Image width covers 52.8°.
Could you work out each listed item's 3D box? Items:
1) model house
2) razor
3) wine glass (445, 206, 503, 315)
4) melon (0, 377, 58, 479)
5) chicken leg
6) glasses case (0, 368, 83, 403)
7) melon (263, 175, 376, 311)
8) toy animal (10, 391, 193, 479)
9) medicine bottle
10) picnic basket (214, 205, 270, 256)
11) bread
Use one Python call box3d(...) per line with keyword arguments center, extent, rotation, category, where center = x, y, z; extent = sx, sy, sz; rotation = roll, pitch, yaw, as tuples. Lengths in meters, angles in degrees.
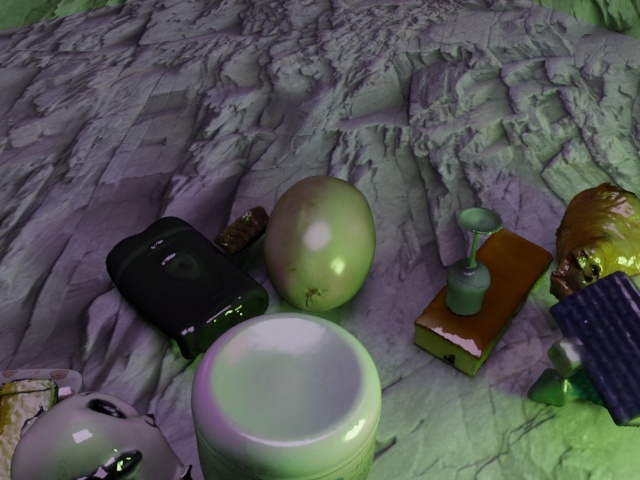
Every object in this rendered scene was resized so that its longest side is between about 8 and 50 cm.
box3d(center=(0.491, 0.195, 1.014), extent=(0.280, 0.312, 0.245), rotation=(-13, 58, -11), category="model house")
box3d(center=(-0.261, 0.084, 1.244), extent=(0.204, 0.113, 0.349), rotation=(-30, 47, -29), category="razor")
box3d(center=(0.268, 0.042, 1.143), extent=(0.079, 0.195, 0.079), rotation=(1, 39, -1), category="wine glass")
box3d(center=(-0.523, 0.318, 0.967), extent=(0.265, 0.129, 0.169), rotation=(-6, 63, -14), category="melon")
box3d(center=(0.585, 0.048, 1.286), extent=(0.295, 0.182, 0.409), rotation=(45, 43, 12), category="chicken leg")
box3d(center=(-0.488, 0.251, 1.094), extent=(0.164, 0.041, 0.063), rotation=(-1, 41, -4), category="glasses case")
box3d(center=(0.000, 0.000, 1.278), extent=(0.223, 0.223, 0.317), rotation=(5, 36, 3), category="melon")
box3d(center=(-0.298, 0.350, 0.846), extent=(0.251, 0.251, 0.310), rotation=(-12, 35, -17), category="toy animal")
box3d(center=(-0.047, 0.276, 0.889), extent=(0.241, 0.302, 0.241), rotation=(2, 41, -1), category="medicine bottle")
box3d(center=(-0.153, -0.020, 1.331), extent=(0.110, 0.193, 0.055), rotation=(-39, 91, 6), category="picnic basket")
box3d(center=(0.332, 0.108, 1.280), extent=(0.138, 0.077, 0.361), rotation=(27, 46, 27), category="bread")
